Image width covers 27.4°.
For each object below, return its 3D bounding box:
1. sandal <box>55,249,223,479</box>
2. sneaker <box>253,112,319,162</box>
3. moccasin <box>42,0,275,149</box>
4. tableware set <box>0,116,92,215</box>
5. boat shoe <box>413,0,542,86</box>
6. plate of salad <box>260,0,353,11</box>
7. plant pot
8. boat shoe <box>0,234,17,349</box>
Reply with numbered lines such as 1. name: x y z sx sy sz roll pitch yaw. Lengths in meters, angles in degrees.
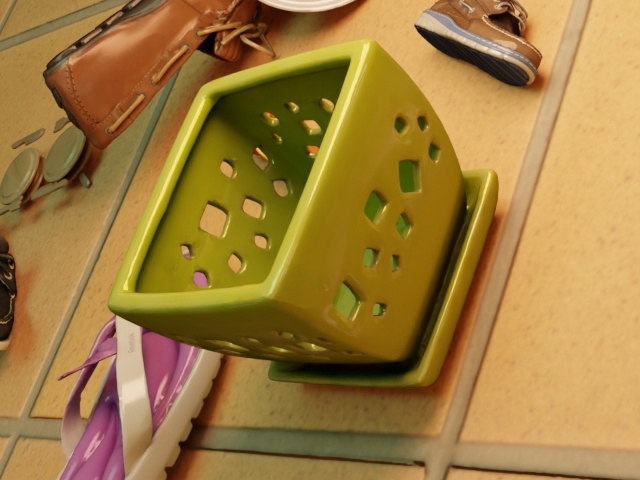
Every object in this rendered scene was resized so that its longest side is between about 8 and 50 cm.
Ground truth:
1. sandal: -0.197 0.159 1.234 0.169 0.102 0.416 -16 42 42
2. sneaker: -0.050 -0.112 1.346 0.064 0.067 0.175 -57 32 0
3. moccasin: -0.133 -0.250 1.509 0.380 0.147 0.139 -41 15 -12
4. tableware set: -0.360 -0.093 1.740 0.194 0.039 0.128 -18 51 43
5. boat shoe: 0.147 -0.192 1.172 0.066 0.066 0.183 -52 33 2
6. plate of salad: -0.011 -0.333 1.438 0.200 0.048 0.199 -2 69 4
7. plant pot: 0.000 0.000 1.059 0.228 0.207 0.227 -5 58 49
8. boat shoe: -0.440 0.031 1.653 0.113 0.127 0.340 -64 23 8
